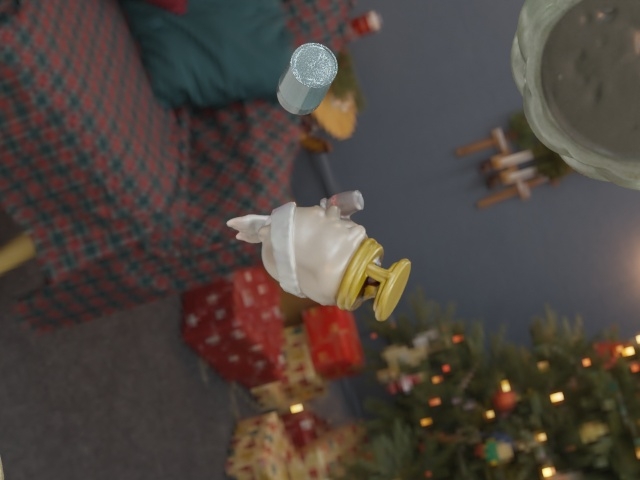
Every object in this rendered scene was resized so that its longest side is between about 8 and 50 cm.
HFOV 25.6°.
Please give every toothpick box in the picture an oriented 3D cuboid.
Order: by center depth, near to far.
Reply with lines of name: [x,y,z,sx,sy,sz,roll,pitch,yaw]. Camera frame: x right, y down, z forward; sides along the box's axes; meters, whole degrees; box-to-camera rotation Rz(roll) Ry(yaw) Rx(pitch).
toothpick box: [-0.015,-0.169,1.480,0.083,0.052,0.052,130,-52,-71]

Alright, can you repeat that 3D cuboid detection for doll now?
doll: [0.000,0.000,0.966,0.084,0.127,0.073,-66,166,2]

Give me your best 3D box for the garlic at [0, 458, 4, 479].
garlic: [-0.298,0.220,0.744,0.286,0.313,0.249,-116,-171,-47]

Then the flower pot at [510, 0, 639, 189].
flower pot: [0.292,-0.165,1.246,0.195,0.246,0.246,-37,109,-64]
